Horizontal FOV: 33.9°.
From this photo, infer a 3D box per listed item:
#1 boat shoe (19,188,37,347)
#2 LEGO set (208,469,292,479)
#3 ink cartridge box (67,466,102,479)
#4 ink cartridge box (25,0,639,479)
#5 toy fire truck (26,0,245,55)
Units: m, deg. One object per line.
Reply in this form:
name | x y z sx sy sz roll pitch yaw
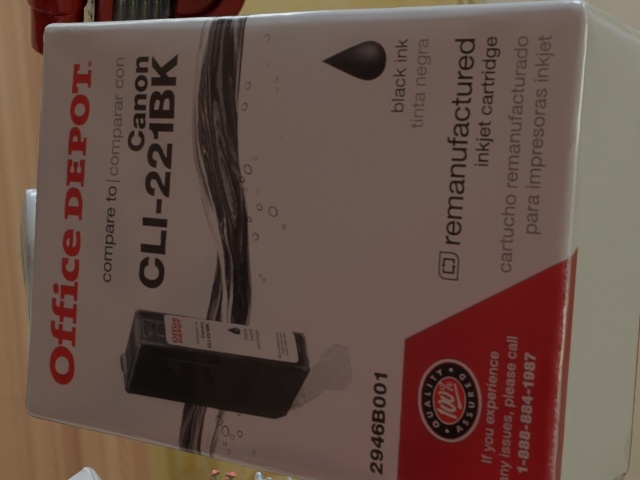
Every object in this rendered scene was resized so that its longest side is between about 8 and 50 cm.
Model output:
boat shoe | -0.375 0.041 1.464 0.083 0.076 0.226 172 -85 -67
LEGO set | -0.038 0.265 1.124 0.132 0.287 0.107 121 -34 -58
ink cartridge box | -0.291 0.415 1.040 0.223 0.307 0.129 62 -13 -26
ink cartridge box | 0.000 0.000 0.486 0.273 0.114 0.197 5 -87 32
toy fire truck | -0.175 -0.206 0.973 0.158 0.217 0.246 58 -34 41
